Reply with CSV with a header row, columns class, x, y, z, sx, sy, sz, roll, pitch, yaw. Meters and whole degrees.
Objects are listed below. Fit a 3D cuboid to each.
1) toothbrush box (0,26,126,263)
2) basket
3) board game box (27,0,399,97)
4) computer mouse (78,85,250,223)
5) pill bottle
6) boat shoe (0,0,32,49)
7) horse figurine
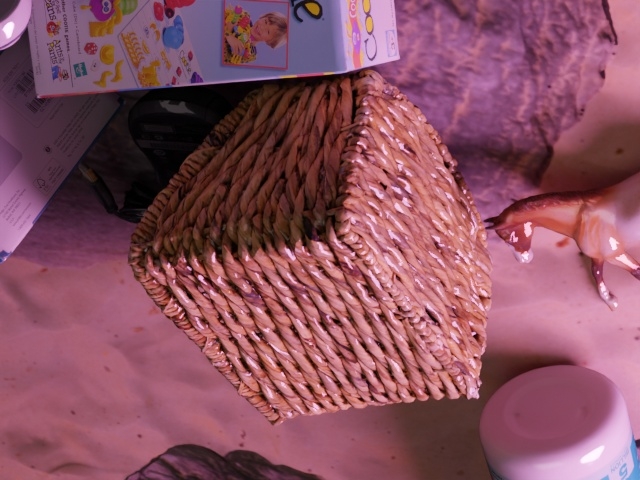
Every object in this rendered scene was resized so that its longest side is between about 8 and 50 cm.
class,x,y,z,sx,sy,sz,roll,pitch,yaw
toothbrush box,-0.342,-0.045,1.466,0.126,0.216,0.295,41,143,-14
basket,0.000,0.000,1.411,0.223,0.213,0.299,-10,141,27
board game box,-0.090,-0.203,1.312,0.275,0.142,0.144,-2,99,21
computer mouse,-0.145,-0.085,1.470,0.184,0.060,0.262,3,157,14
pill bottle,0.255,0.264,1.586,0.146,0.146,0.264,-4,126,22
boat shoe,-0.294,-0.208,1.320,0.095,0.258,0.084,-33,132,-8
horse figurine,0.302,-0.012,1.406,0.263,0.066,0.174,-20,124,33
